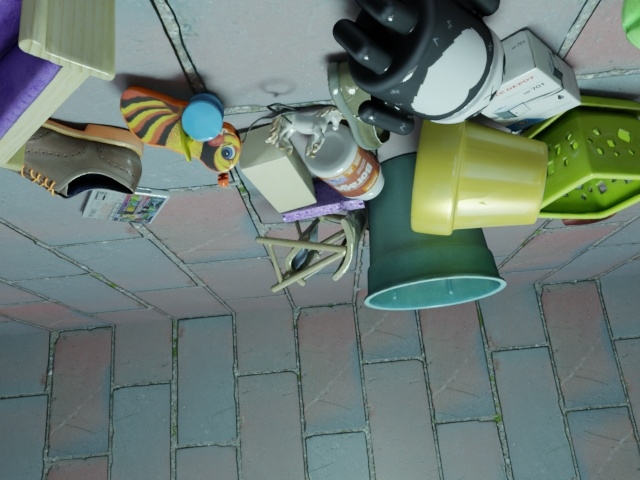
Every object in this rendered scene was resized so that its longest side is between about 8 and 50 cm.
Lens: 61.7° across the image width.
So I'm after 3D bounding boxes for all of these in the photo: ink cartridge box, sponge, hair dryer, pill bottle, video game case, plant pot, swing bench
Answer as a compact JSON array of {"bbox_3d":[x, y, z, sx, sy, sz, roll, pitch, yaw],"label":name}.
[{"bbox_3d":[0.368,-0.285,0.989,0.191,0.082,0.140,9,158,-43],"label":"ink cartridge box"},{"bbox_3d":[0.009,-0.110,1.366,0.210,0.117,0.031,-10,129,13],"label":"sponge"},{"bbox_3d":[0.819,-0.118,1.685,0.224,0.080,0.293,6,160,18],"label":"hair dryer"},{"bbox_3d":[0.064,-0.165,1.201,0.121,0.121,0.216,-14,160,24],"label":"pill bottle"},{"bbox_3d":[-0.513,-0.095,1.406,0.184,0.023,0.201,6,158,-30],"label":"video game case"},{"bbox_3d":[0.577,-0.181,1.164,0.228,0.207,0.227,0,162,-16],"label":"plant pot"},{"bbox_3d":[0.000,0.000,1.436,0.255,0.165,0.253,-11,-163,18],"label":"swing bench"},{"bbox_3d":[0.262,-0.021,1.355,0.342,0.333,0.341,-5,163,-1],"label":"plant pot"},{"bbox_3d":[0.320,-0.129,1.088,0.239,0.253,0.254,7,165,15],"label":"plant pot"}]

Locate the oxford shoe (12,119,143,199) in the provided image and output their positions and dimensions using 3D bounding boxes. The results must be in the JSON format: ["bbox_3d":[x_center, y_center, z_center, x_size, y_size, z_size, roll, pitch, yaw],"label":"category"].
[{"bbox_3d":[-0.534,-0.155,1.036,0.364,0.132,0.130,1,161,-18],"label":"oxford shoe"}]

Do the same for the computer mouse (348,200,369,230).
[{"bbox_3d":[0.232,-0.075,1.602,0.272,0.072,0.188,-11,160,17],"label":"computer mouse"}]

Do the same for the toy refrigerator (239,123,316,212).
[{"bbox_3d":[-0.095,-0.160,1.223,0.102,0.094,0.269,-15,161,9],"label":"toy refrigerator"}]

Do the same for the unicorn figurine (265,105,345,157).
[{"bbox_3d":[-0.021,-0.222,1.064,0.162,0.111,0.060,12,169,-8],"label":"unicorn figurine"}]

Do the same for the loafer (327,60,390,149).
[{"bbox_3d":[0.093,-0.247,1.002,0.088,0.094,0.251,-8,162,21],"label":"loafer"}]

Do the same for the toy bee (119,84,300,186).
[{"bbox_3d":[-0.207,-0.178,0.969,0.299,0.162,0.195,14,-157,9],"label":"toy bee"}]

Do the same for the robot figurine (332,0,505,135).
[{"bbox_3d":[0.155,-0.277,0.802,0.278,0.173,0.209,11,163,-40],"label":"robot figurine"}]

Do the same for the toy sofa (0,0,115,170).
[{"bbox_3d":[-0.456,-0.244,0.766,0.363,0.150,0.177,-21,158,39],"label":"toy sofa"}]

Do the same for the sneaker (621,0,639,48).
[{"bbox_3d":[0.658,-0.385,0.692,0.483,0.185,0.202,-13,179,32],"label":"sneaker"}]
